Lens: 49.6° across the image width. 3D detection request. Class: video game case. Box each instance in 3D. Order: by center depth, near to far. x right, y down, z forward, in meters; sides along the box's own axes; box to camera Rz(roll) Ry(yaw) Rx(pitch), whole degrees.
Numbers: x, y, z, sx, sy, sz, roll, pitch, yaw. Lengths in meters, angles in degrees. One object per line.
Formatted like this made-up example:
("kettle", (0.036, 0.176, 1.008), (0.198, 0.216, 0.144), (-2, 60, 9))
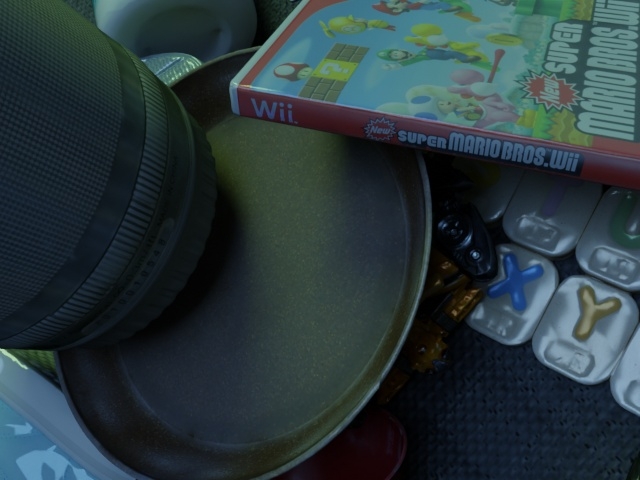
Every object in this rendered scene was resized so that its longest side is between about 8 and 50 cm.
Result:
("video game case", (0.115, -0.115, 0.432), (0.285, 0.025, 0.204), (13, 45, 15))

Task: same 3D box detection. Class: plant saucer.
("plant saucer", (-0.062, 0.012, 0.485), (0.310, 0.050, 0.311), (-10, 67, 26))

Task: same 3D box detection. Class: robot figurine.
("robot figurine", (0.000, 0.000, 0.535), (0.211, 0.085, 0.291), (-49, 56, 6))

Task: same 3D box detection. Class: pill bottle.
("pill bottle", (-0.160, -0.292, 0.680), (0.146, 0.146, 0.264), (-26, 65, 18))

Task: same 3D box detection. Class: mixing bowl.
("mixing bowl", (-0.025, 0.187, 0.465), (0.181, 0.181, 0.098), (-4, 103, 26))

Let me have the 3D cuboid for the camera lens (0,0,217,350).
("camera lens", (-0.221, -0.057, 0.409), (0.219, 0.274, 0.219), (-11, 67, 27))

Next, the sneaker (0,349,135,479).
("sneaker", (-0.288, 0.160, 0.611), (0.366, 0.135, 0.150), (26, 82, 31))

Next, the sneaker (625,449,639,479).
("sneaker", (0.231, 0.149, 0.345), (0.147, 0.130, 0.330), (21, 93, 24))

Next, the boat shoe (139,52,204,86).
("boat shoe", (-0.208, -0.075, 0.664), (0.302, 0.094, 0.109), (-26, 68, 21))

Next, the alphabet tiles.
("alphabet tiles", (0.226, -0.032, 0.471), (0.284, 0.021, 0.278), (28, 88, 32))
